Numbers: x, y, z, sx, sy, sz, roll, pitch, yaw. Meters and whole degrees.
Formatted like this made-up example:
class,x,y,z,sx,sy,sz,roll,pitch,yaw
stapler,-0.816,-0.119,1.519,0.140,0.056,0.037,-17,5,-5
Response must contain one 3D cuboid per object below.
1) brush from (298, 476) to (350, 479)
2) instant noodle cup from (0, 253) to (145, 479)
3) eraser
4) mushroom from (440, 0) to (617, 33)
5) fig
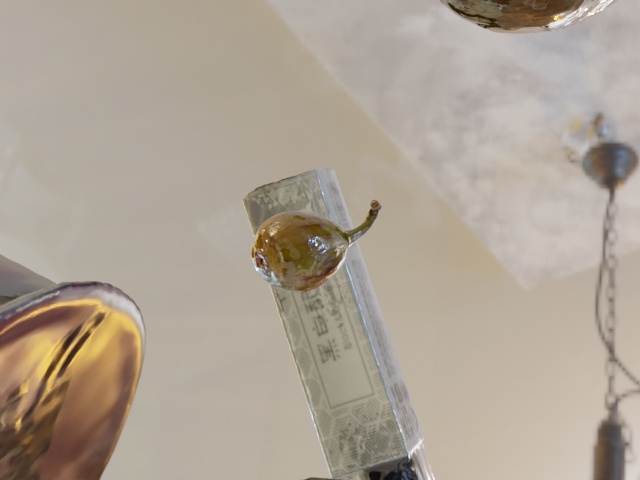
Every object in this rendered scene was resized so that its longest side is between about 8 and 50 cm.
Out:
class,x,y,z,sx,sy,sz,roll,pitch,yaw
brush,-0.012,0.194,0.406,0.047,0.233,0.103,0,-1,31
instant noodle cup,-0.190,0.062,0.404,0.178,0.235,0.235,35,-41,13
eraser,0.026,0.126,1.502,0.096,0.098,0.404,-18,-93,13
mushroom,0.154,-0.269,0.707,0.239,0.345,0.345,4,-41,28
fig,0.000,0.000,0.807,0.083,0.050,0.050,-24,-38,-22
